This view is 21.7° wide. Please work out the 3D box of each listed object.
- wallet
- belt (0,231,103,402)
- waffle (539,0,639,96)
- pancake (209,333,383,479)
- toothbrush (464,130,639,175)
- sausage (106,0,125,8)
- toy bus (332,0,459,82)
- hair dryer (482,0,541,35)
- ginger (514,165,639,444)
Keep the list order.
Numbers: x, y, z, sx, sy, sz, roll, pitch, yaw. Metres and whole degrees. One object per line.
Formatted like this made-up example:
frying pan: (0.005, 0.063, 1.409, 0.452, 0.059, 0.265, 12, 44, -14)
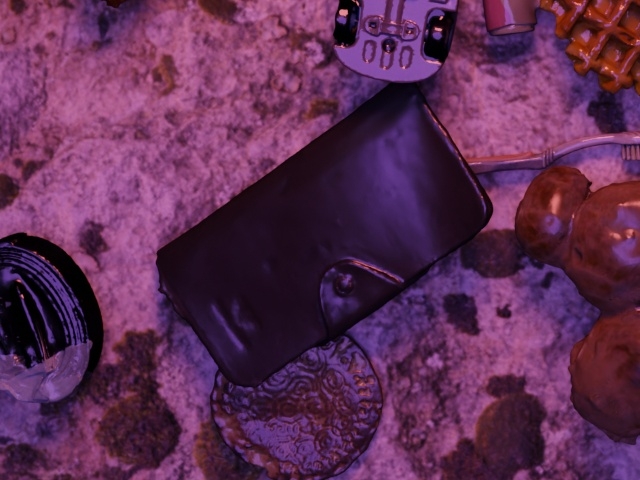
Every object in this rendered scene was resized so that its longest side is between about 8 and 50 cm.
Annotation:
wallet: (0.000, 0.000, 1.813, 0.377, 0.051, 0.197, -34, 83, 19)
belt: (-0.332, 0.093, 1.895, 0.151, 0.078, 0.198, -28, 93, 11)
waffle: (0.353, -0.270, 1.717, 0.253, 0.056, 0.249, -4, 100, 1)
pancake: (-0.027, 0.184, 1.881, 0.199, 0.021, 0.199, 1, 98, 10)
toothbrush: (0.195, -0.084, 1.801, 0.375, 0.028, 0.037, -6, 106, 11)
sausage: (-0.169, -0.414, 1.782, 0.094, 0.097, 0.348, 21, 103, -35)
toy bus: (0.088, -0.273, 1.738, 0.126, 0.136, 0.209, 10, 100, 7)
hair dryer: (0.247, -0.276, 1.763, 0.154, 0.054, 0.106, -6, 92, 1)
ginger: (0.338, 0.045, 1.742, 0.244, 0.155, 0.304, -25, 85, 19)
